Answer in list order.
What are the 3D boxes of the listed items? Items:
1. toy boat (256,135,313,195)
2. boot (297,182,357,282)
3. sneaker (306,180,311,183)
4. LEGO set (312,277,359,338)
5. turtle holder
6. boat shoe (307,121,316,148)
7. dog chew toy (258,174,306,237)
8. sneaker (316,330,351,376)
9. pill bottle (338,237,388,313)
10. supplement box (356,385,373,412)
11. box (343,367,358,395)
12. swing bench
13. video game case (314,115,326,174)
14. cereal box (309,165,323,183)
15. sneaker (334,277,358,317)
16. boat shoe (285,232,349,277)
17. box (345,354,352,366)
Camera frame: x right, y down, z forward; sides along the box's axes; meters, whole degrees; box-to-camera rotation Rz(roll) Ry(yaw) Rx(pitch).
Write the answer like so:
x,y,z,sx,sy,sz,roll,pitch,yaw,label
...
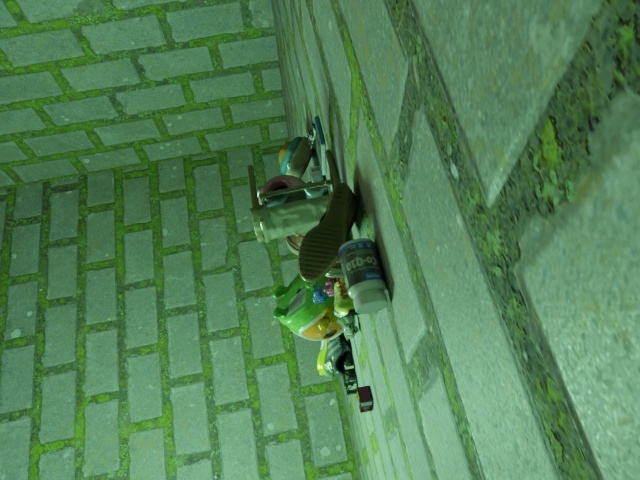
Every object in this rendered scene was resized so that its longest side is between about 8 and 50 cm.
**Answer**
x,y,z,sx,sy,sz,roll,pitch,yaw,label
-0.144,-0.281,2.127,0.267,0.148,0.318,152,144,-83,toy boat
0.028,0.009,1.202,0.207,0.090,0.248,75,-145,-66,boot
-0.032,-0.190,2.157,0.106,0.101,0.267,62,180,-5,sneaker
0.031,0.220,1.609,0.227,0.087,0.093,66,-150,-22,LEGO set
-0.023,0.212,1.824,0.227,0.243,0.320,41,178,-19,turtle holder
-0.027,-0.362,1.826,0.125,0.038,0.046,88,171,-67,boat shoe
-0.105,-0.102,2.011,0.332,0.207,0.206,57,-163,-55,dog chew toy
0.069,0.399,2.090,0.111,0.121,0.299,3,-90,-51,sneaker
0.086,0.071,1.043,0.078,0.078,0.137,87,172,-61,pill bottle
0.141,0.508,1.676,0.083,0.043,0.055,85,175,-50,supplement box
0.119,0.562,2.090,0.062,0.052,0.083,-108,9,-62,box
-0.064,-0.107,1.467,0.254,0.253,0.165,-104,5,-52,swing bench
0.000,-0.312,1.745,0.166,0.015,0.119,86,173,-61,video game case
0.006,-0.125,1.896,0.173,0.047,0.240,82,176,-63,cereal box
0.071,0.149,1.474,0.208,0.082,0.094,-113,15,-75,sneaker
0.000,0.000,1.551,0.324,0.123,0.116,31,123,50,boat shoe
0.108,0.472,2.186,0.137,0.027,0.093,103,158,-81,box
